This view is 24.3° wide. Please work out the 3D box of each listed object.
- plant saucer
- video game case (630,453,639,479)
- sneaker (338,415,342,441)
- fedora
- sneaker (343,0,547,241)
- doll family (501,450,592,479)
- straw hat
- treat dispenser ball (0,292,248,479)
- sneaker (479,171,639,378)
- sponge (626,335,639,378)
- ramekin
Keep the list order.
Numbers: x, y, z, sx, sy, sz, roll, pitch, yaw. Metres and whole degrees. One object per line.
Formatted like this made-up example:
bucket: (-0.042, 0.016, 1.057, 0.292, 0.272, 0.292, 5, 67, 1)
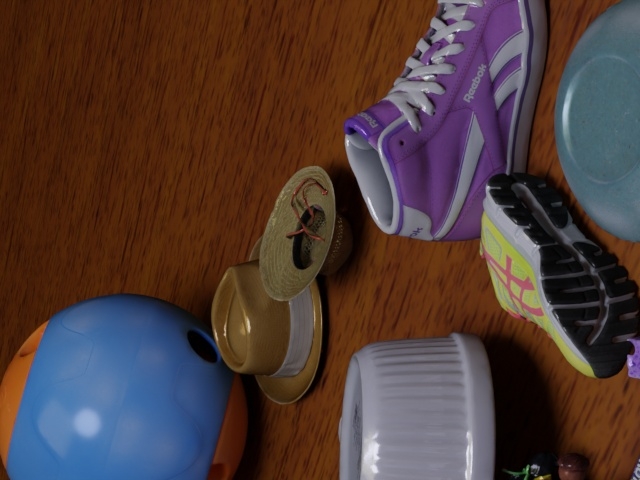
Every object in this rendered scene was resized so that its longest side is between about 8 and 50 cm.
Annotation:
plant saucer: (0.236, -0.095, 1.162, 0.195, 0.037, 0.195, 5, 96, 58)
video game case: (0.294, 0.258, 1.084, 0.210, 0.042, 0.232, 44, 128, 49)
sneaker: (0.057, 0.261, 1.432, 0.087, 0.092, 0.229, -54, 47, 48)
fedora: (-0.067, 0.085, 1.638, 0.194, 0.079, 0.194, 4, 95, 59)
sneaker: (0.101, -0.138, 1.267, 0.102, 0.161, 0.282, 12, 101, 60)
doll family: (0.189, 0.220, 1.185, 0.193, 0.076, 0.111, -179, 101, -74)
straw hat: (0.000, 0.000, 1.538, 0.144, 0.061, 0.144, -31, 51, 46)
treat dispenser ball: (-0.226, 0.205, 1.712, 0.288, 0.288, 0.288, 7, 98, 59)
sneaker: (0.190, 0.041, 1.220, 0.208, 0.081, 0.094, -114, 29, -42)
sponge: (0.313, 0.080, 0.966, 0.210, 0.117, 0.031, 4, 97, 59)
ramekin: (0.079, 0.182, 1.298, 0.207, 0.109, 0.207, -178, 90, -85)
